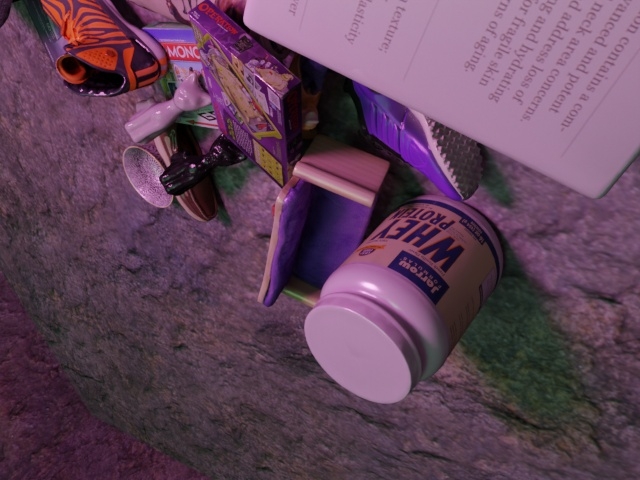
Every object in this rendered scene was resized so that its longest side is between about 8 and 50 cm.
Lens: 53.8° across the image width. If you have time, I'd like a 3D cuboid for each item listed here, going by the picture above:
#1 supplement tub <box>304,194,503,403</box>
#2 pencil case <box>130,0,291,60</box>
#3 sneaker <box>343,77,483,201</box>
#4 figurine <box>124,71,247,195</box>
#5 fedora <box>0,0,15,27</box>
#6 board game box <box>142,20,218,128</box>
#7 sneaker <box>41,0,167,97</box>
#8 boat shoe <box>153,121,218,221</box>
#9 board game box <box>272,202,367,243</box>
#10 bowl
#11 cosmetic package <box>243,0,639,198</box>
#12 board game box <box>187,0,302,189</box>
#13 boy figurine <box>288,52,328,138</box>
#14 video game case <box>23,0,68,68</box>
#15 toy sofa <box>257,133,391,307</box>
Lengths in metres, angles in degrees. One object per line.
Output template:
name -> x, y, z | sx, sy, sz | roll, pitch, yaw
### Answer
supplement tub -> 0.146, 0.093, 1.080 | 0.235, 0.325, 0.235 | 24, 137, 25
pencil case -> -0.194, -0.444, 1.059 | 0.410, 0.160, 0.183 | 28, 152, 23
sneaker -> 0.141, -0.179, 1.034 | 0.293, 0.102, 0.146 | 56, 142, 0
figurine -> -0.277, -0.223, 1.318 | 0.209, 0.092, 0.215 | -19, 109, 34
fedora -> -0.702, -0.614, 1.367 | 0.334, 0.152, 0.334 | 21, 122, 38
board game box -> -0.208, -0.327, 1.268 | 0.317, 0.046, 0.213 | 14, 133, 34
sneaker -> -0.479, -0.404, 1.260 | 0.321, 0.180, 0.124 | 34, 136, 13
boat shoe -> -0.299, -0.160, 1.464 | 0.095, 0.095, 0.257 | -8, 117, 39
board game box -> 0.016, 0.022, 1.382 | 0.281, 0.027, 0.145 | 23, 138, 27
bowl -> -0.397, -0.173, 1.551 | 0.170, 0.080, 0.170 | 25, 138, 25
cosmetic package -> 0.193, -0.319, 0.600 | 0.394, 0.327, 0.329 | 28, 135, 4
board game box -> -0.115, -0.225, 1.077 | 0.208, 0.056, 0.347 | 40, 165, 11
boy figurine -> -0.017, -0.257, 1.074 | 0.092, 0.177, 0.285 | 7, 151, -13
video game case -> -0.590, -0.528, 1.439 | 0.274, 0.026, 0.196 | -8, 107, 47
toy sofa -> 0.000, 0.000, 1.185 | 0.150, 0.177, 0.362 | 23, 140, 6
